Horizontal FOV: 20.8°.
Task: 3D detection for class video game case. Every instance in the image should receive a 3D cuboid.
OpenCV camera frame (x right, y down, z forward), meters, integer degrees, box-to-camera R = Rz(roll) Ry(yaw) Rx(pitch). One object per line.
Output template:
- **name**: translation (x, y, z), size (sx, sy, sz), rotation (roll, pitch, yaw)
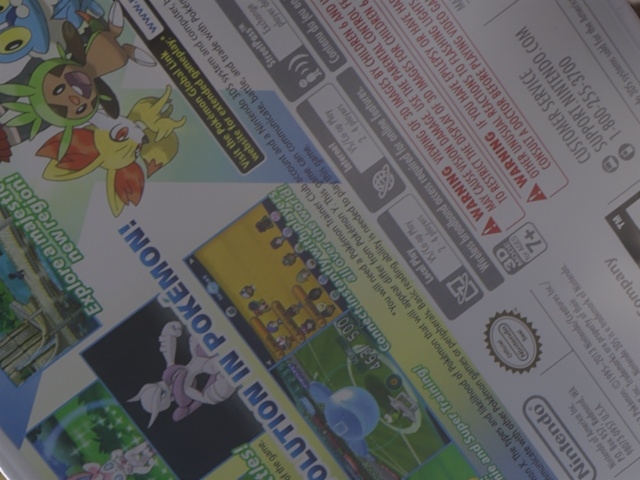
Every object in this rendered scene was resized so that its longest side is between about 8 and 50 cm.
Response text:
- **video game case**: translation (0.000, 0.000, 0.675), size (0.329, 0.300, 0.036), rotation (54, 177, -12)
